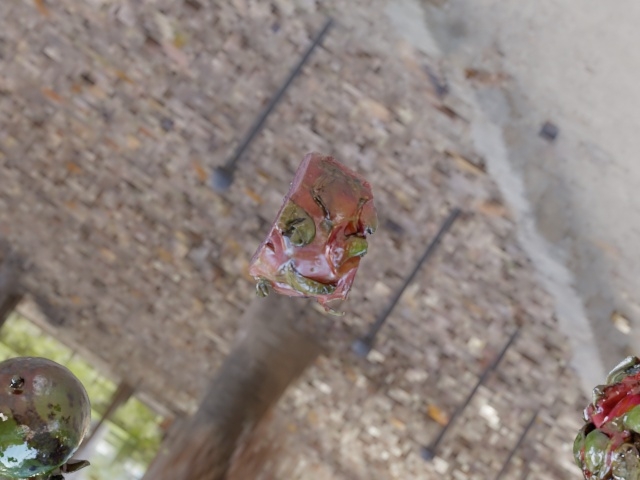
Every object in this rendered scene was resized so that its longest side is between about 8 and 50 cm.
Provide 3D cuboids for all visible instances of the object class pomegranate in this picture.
[{"bbox_3d":[-0.319,0.211,1.670,0.148,0.148,0.169,19,142,50],"label":"pomegranate"}]

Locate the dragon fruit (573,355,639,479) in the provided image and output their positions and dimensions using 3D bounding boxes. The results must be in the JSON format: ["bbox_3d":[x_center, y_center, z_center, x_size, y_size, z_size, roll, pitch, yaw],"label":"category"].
[{"bbox_3d":[0.337,0.205,1.223,0.237,0.231,0.303,52,-171,-31],"label":"dragon fruit"}]

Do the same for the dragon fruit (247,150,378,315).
[{"bbox_3d":[0.000,0.000,1.368,0.102,0.147,0.096,16,-172,-12],"label":"dragon fruit"}]
